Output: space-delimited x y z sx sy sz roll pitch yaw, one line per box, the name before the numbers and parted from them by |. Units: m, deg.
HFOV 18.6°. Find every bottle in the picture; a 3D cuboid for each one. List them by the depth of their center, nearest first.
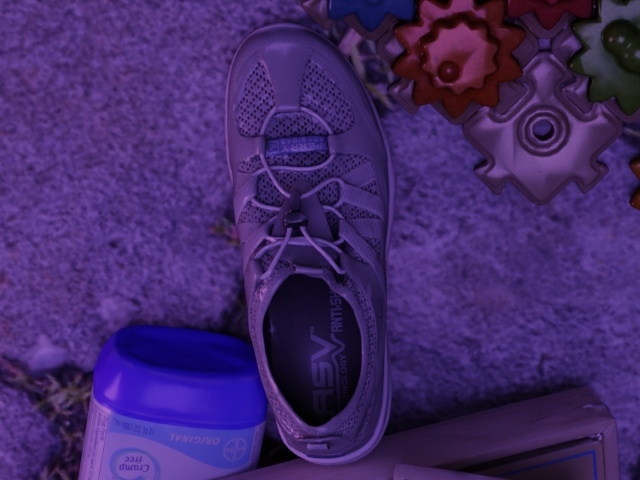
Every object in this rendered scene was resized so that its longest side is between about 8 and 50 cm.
bottle | -0.111 0.199 1.313 0.118 0.092 0.283 8 110 -10

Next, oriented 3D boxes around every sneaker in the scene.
sneaker | 0.000 0.000 1.206 0.105 0.115 0.281 -10 87 3

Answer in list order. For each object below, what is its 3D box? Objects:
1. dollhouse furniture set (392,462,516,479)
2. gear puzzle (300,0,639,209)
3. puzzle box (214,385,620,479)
dollhouse furniture set | 0.042 0.307 1.260 0.286 0.198 0.303 9 143 1
gear puzzle | 0.145 -0.111 1.230 0.339 0.044 0.175 43 104 -15
puzzle box | 0.010 0.268 1.298 0.409 0.052 0.272 -14 115 -12
